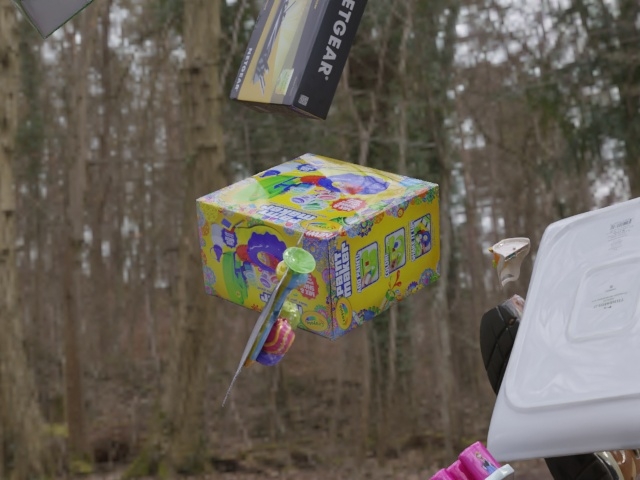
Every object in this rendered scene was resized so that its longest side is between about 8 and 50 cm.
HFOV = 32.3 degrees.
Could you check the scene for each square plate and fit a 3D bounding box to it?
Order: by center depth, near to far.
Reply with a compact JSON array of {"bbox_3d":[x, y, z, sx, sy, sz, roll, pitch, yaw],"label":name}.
[{"bbox_3d":[0.335,0.076,1.245,0.049,0.344,0.347,34,-30,-24],"label":"square plate"}]

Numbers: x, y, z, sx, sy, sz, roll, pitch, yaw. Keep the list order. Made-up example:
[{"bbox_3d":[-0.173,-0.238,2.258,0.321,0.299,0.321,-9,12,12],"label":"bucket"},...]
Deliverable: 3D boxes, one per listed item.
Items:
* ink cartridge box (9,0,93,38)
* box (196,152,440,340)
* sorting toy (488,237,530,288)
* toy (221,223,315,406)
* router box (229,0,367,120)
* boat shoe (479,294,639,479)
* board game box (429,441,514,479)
[{"bbox_3d":[-0.351,-0.381,1.359,0.160,0.219,0.092,-41,-23,-8],"label":"ink cartridge box"},{"bbox_3d":[0.000,0.000,1.817,0.290,0.177,0.279,17,31,38],"label":"box"},{"bbox_3d":[0.320,0.042,1.890,0.045,0.075,0.083,10,25,41],"label":"sorting toy"},{"bbox_3d":[-0.055,0.105,1.418,0.056,0.137,0.237,23,-49,1],"label":"toy"},{"bbox_3d":[-0.033,-0.383,2.040,0.081,0.309,0.243,21,-3,-33],"label":"router box"},{"bbox_3d":[0.345,0.225,1.579,0.120,0.324,0.122,-24,-7,-39],"label":"boat shoe"},{"bbox_3d":[0.040,0.391,1.196,0.390,0.050,0.390,-36,-24,-8],"label":"board game box"}]
